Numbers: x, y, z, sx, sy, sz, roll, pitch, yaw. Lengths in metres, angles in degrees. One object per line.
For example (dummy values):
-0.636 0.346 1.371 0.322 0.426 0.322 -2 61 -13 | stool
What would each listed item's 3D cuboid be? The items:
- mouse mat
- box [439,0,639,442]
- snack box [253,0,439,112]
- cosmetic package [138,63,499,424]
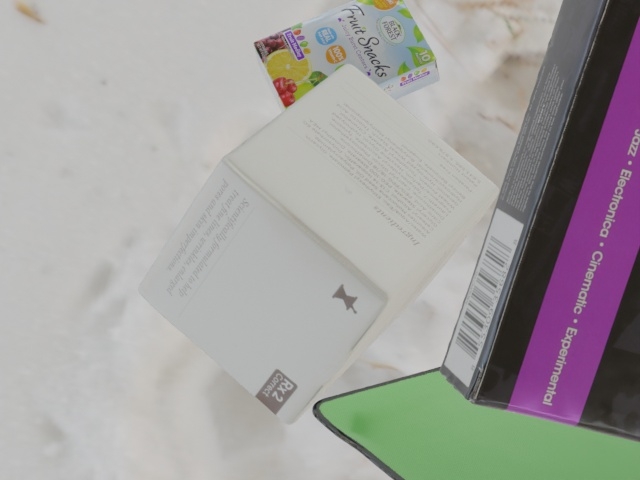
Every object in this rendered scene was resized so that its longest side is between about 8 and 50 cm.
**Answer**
0.104 0.115 1.002 0.190 0.153 0.007 33 127 50 | mouse mat
0.121 -0.001 0.427 0.162 0.029 0.116 16 98 -16 | box
0.022 -0.161 1.637 0.141 0.037 0.100 -23 59 -4 | snack box
0.000 0.000 1.305 0.151 0.184 0.151 41 129 7 | cosmetic package
